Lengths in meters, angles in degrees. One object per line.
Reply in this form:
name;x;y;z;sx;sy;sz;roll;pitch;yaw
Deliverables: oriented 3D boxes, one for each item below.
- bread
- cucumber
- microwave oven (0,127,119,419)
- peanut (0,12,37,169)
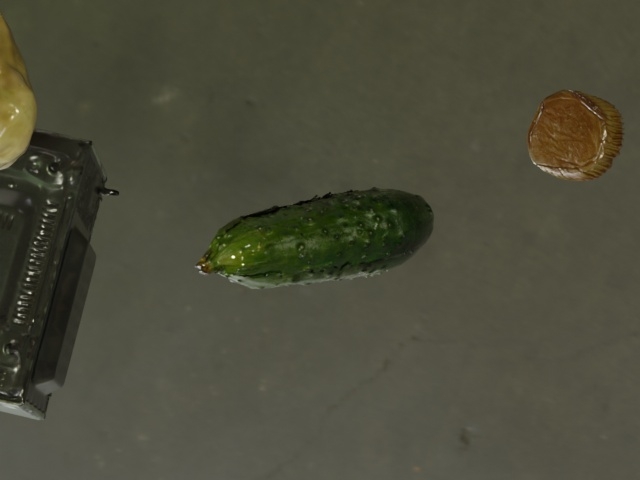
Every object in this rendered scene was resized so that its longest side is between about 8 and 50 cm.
bread;0.231;-0.093;1.455;0.085;0.053;0.085;-1;88;33
cucumber;0.000;0.000;1.182;0.069;0.227;0.069;11;105;44
microwave oven;-0.445;0.027;2.102;0.286;0.218;0.354;14;78;2
peanut;-0.335;-0.159;1.223;0.306;0.147;0.147;28;94;17
